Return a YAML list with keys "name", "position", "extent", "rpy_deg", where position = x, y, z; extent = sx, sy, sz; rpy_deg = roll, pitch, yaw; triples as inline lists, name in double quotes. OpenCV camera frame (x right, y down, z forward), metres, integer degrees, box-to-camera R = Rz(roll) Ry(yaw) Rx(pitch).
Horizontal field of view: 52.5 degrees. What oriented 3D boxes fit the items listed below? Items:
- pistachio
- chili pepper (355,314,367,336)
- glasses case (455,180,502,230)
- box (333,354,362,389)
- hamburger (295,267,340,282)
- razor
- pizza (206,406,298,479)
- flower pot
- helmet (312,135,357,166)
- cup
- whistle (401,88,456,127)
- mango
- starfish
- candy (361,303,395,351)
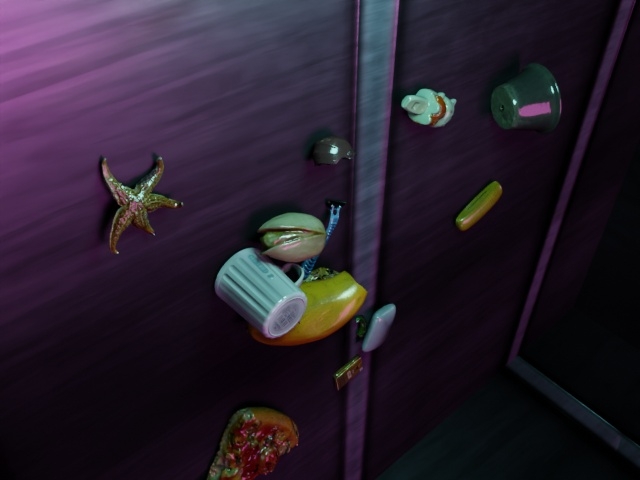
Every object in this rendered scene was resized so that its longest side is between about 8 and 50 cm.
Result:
- name: "pistachio"
  position: [-0.071, -0.008, 1.709]
  extent: [0.215, 0.144, 0.144]
  rpy_deg: [-8, 127, -49]
- name: "chili pepper"
  position: [0.152, 0.305, 2.353]
  extent: [0.055, 0.035, 0.118]
  rpy_deg: [-54, 154, -28]
- name: "glasses case"
  position: [0.600, -0.127, 2.452]
  extent: [0.234, 0.064, 0.079]
  rpy_deg: [-43, 138, -11]
- name: "box"
  position: [0.106, 0.507, 2.496]
  extent: [0.133, 0.023, 0.090]
  rpy_deg: [-37, 145, -20]
- name: "hamburger"
  position: [0.003, 0.180, 2.001]
  extent: [0.231, 0.107, 0.231]
  rpy_deg: [-34, 142, -31]
- name: "razor"
  position: [0.000, 0.000, 1.885]
  extent: [0.082, 0.042, 0.253]
  rpy_deg: [4, 119, -52]
- name: "pizza"
  position: [-0.248, 0.760, 2.225]
  extent: [0.406, 0.130, 0.440]
  rpy_deg: [-49, 146, -7]
- name: "flower pot"
  position: [0.651, -0.447, 2.111]
  extent: [0.148, 0.235, 0.235]
  rpy_deg: [-16, 136, -13]
- name: "helmet"
  position: [0.031, -0.234, 1.667]
  extent: [0.123, 0.098, 0.070]
  rpy_deg: [-27, 108, -38]
- name: "cup"
  position: [-0.132, 0.123, 1.699]
  extent: [0.221, 0.202, 0.167]
  rpy_deg: [-42, 148, -14]
- name: "whistle"
  position: [0.311, -0.377, 1.850]
  extent: [0.253, 0.106, 0.101]
  rpy_deg: [2, 103, -51]
- name: "mango"
  position: [-0.041, 0.195, 1.812]
  extent: [0.359, 0.187, 0.144]
  rpy_deg: [-15, 142, 14]
- name: "starfish"
  position: [-0.387, -0.077, 1.347]
  extent: [0.213, 0.057, 0.238]
  rpy_deg: [-53, 148, -12]
- name: "candy"
  position: [0.218, 0.326, 2.412]
  extent: [0.138, 0.071, 0.174]
  rpy_deg: [-25, 140, -52]
